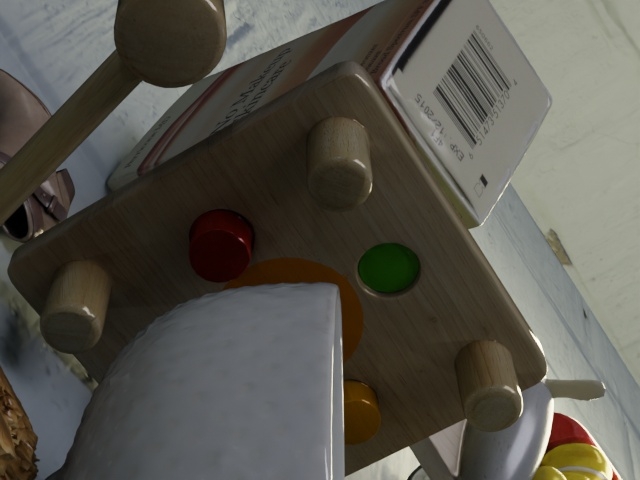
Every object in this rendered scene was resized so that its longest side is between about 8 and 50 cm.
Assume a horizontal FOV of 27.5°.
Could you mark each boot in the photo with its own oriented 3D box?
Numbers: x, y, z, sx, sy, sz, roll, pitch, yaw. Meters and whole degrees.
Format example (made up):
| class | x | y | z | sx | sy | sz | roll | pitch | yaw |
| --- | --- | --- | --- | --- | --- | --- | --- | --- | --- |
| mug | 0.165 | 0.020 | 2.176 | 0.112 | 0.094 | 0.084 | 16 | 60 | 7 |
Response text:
| class | x | y | z | sx | sy | sz | roll | pitch | yaw |
| --- | --- | --- | --- | --- | --- | --- | --- | --- | --- |
| boot | -0.203 | -0.054 | 0.858 | 0.118 | 0.042 | 0.087 | 57 | 20 | -8 |

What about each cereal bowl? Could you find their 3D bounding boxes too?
| class | x | y | z | sx | sy | sz | roll | pitch | yaw |
| --- | --- | --- | --- | --- | --- | --- | --- | --- | --- |
| cereal bowl | -0.057 | 0.185 | 0.599 | 0.339 | 0.141 | 0.339 | 0 | 90 | -89 |

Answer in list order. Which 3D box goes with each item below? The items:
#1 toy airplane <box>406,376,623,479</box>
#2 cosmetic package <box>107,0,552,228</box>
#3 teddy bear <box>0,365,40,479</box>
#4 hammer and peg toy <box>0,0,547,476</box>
| class | x | y | z | sx | sy | sz | roll | pitch | yaw |
| --- | --- | --- | --- | --- | --- | --- | --- | --- | --- |
| toy airplane | 0.216 | 0.287 | 1.084 | 0.386 | 0.272 | 0.384 | 29 | 35 | -59 |
| cosmetic package | 0.001 | -0.072 | 0.973 | 0.129 | 0.296 | 0.153 | 52 | 47 | -22 |
| teddy bear | -0.211 | 0.014 | 0.534 | 0.338 | 0.113 | 0.245 | 49 | -15 | 52 |
| hammer and peg toy | -0.056 | 0.010 | 0.800 | 0.361 | 0.266 | 0.127 | 54 | 17 | -26 |
